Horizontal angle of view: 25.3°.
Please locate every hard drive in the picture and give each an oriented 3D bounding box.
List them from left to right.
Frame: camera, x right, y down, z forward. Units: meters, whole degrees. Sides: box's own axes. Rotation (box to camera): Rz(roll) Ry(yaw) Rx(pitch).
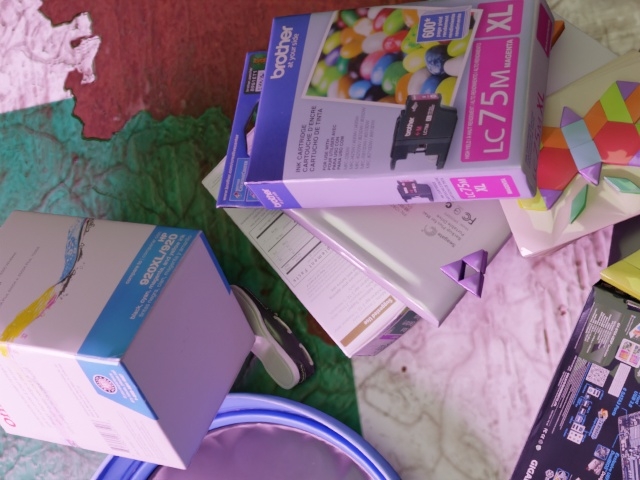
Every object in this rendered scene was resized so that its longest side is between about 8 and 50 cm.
[{"bbox_3d":[0.125,-0.098,1.350,0.203,0.040,0.307,37,80,13],"label":"hard drive"}]

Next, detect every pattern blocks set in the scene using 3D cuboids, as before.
[{"bbox_3d":[0.233,-0.077,1.263,0.325,0.026,0.285,-36,67,2],"label":"pattern blocks set"}]

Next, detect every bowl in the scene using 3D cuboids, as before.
[{"bbox_3d":[-0.069,0.347,1.425,0.391,0.077,0.391,-1,86,18],"label":"bowl"}]

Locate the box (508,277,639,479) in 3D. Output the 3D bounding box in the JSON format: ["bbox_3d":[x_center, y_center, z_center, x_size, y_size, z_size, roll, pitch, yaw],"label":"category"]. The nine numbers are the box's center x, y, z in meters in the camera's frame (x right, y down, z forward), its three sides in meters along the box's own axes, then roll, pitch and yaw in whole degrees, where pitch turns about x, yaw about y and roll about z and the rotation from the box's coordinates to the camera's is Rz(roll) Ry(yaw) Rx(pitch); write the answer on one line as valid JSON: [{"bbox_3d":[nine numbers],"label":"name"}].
[{"bbox_3d":[0.282,0.167,1.263,0.175,0.051,0.220,23,102,15],"label":"box"}]

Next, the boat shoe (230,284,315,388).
[{"bbox_3d":[-0.052,0.094,1.455,0.125,0.038,0.046,50,133,18],"label":"boat shoe"}]

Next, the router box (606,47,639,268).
[{"bbox_3d":[0.424,-0.034,1.279,0.309,0.081,0.243,9,89,19],"label":"router box"}]

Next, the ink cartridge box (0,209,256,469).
[{"bbox_3d":[-0.219,0.092,1.395,0.233,0.171,0.168,6,50,28],"label":"ink cartridge box"}]

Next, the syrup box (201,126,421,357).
[{"bbox_3d":[0.000,0.000,1.414,0.096,0.093,0.237,-44,75,11],"label":"syrup box"}]

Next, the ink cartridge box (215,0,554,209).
[{"bbox_3d":[0.048,-0.124,1.297,0.311,0.065,0.185,-3,63,25],"label":"ink cartridge box"}]
